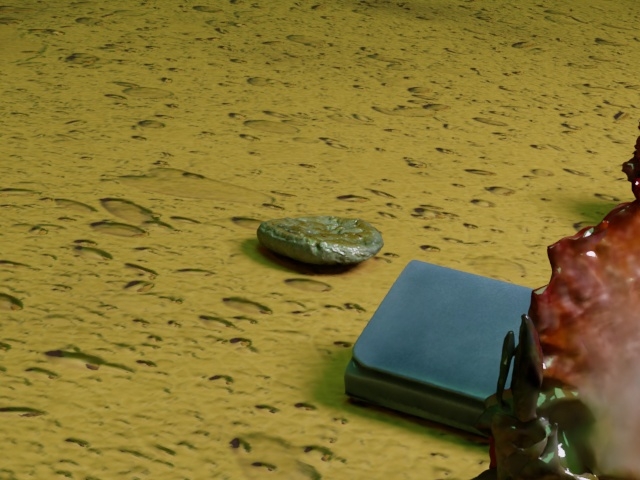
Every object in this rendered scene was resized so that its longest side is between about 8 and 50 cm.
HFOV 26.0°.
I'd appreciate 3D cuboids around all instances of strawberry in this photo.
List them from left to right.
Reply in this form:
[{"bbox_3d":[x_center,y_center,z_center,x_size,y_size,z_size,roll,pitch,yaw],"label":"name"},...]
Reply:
[{"bbox_3d":[0.158,0.056,0.559,0.236,0.175,0.107,4,-4,-20],"label":"strawberry"}]

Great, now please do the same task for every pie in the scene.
[{"bbox_3d":[0.002,0.000,0.882,0.084,0.021,0.084,4,14,-1],"label":"pie"}]

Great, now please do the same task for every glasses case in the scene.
[{"bbox_3d":[0.153,0.071,0.663,0.266,0.056,0.105,14,19,23],"label":"glasses case"}]

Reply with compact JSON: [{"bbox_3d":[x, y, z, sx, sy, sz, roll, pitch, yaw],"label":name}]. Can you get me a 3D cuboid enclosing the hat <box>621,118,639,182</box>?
[{"bbox_3d":[0.361,-0.043,0.983,0.286,0.107,0.237,13,9,8],"label":"hat"}]
